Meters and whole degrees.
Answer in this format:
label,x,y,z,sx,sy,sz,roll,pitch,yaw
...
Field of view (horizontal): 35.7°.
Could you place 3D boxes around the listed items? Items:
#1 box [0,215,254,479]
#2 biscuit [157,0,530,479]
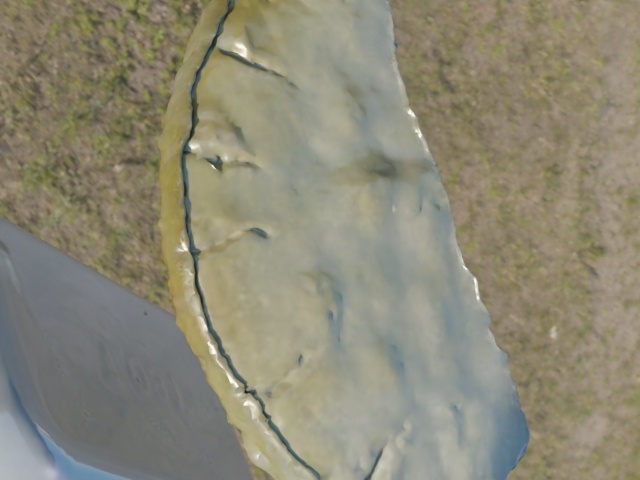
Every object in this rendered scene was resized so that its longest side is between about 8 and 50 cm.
label,x,y,z,sx,sy,sz,roll,pitch,yaw
box,-0.142,0.100,0.544,0.106,0.264,0.337,-32,149,10
biscuit,0.001,-0.001,0.402,0.141,0.038,0.289,-10,81,-36
